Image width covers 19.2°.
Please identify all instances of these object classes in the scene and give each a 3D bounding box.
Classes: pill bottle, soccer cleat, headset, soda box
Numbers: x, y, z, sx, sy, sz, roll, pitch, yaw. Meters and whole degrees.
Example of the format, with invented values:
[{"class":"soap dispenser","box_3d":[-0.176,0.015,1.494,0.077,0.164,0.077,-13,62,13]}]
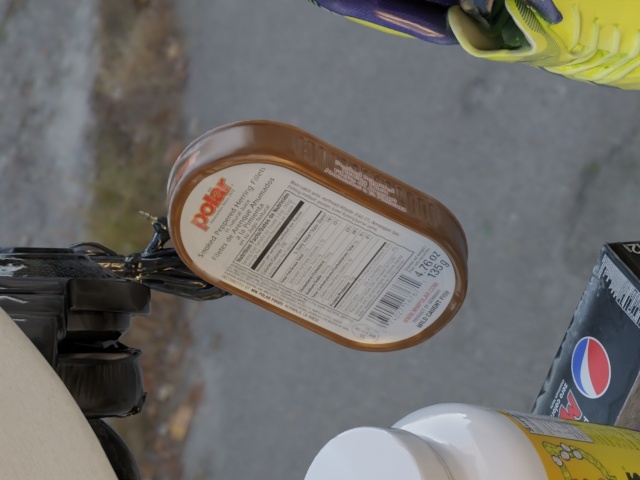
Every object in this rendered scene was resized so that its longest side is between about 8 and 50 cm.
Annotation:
[{"class":"pill bottle","box_3d":[0.035,0.053,0.351,0.043,0.083,0.043,-11,73,43]},{"class":"soccer cleat","box_3d":[0.091,-0.106,0.837,0.093,0.289,0.121,-52,41,29]},{"class":"headset","box_3d":[-0.132,0.104,1.042,0.394,0.185,0.243,-98,10,-63]},{"class":"soda box","box_3d":[0.140,0.080,0.886,0.053,0.060,0.169,56,139,42]}]

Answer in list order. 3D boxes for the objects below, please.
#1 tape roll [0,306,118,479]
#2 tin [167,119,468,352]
[{"class":"tape roll","box_3d":[-0.239,0.119,0.670,0.072,0.392,0.392,-46,34,36]},{"class":"tin","box_3d":[0.000,0.000,1.096,0.106,0.189,0.040,-54,21,27]}]
